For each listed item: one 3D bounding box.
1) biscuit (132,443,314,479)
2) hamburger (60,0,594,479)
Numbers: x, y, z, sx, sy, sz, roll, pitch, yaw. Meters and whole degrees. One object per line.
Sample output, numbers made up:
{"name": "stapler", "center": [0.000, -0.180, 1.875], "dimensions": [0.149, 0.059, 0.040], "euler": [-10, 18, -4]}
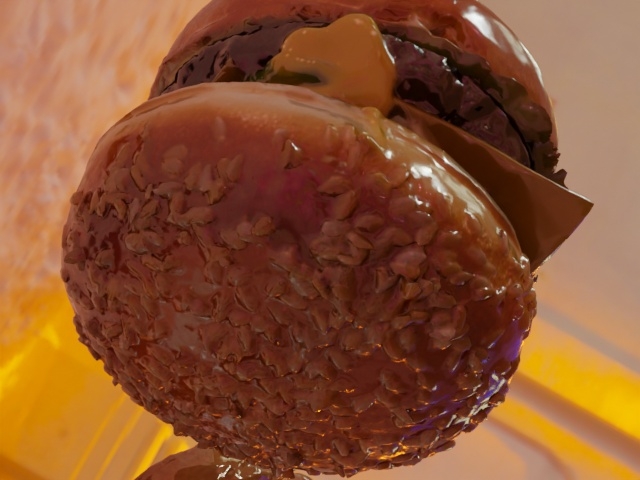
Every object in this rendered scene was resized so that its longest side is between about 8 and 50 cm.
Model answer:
{"name": "biscuit", "center": [-0.167, 0.319, 0.837], "dimensions": [0.455, 0.078, 0.350], "euler": [-30, 149, -29]}
{"name": "hamburger", "center": [0.000, 0.000, 0.659], "dimensions": [0.291, 0.291, 0.225], "euler": [120, -8, -47]}
